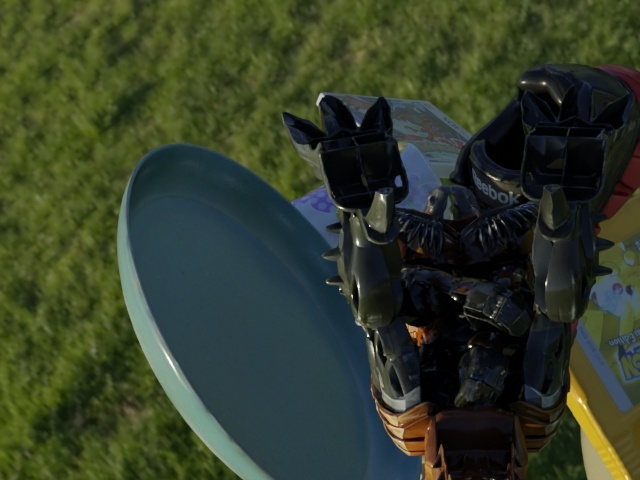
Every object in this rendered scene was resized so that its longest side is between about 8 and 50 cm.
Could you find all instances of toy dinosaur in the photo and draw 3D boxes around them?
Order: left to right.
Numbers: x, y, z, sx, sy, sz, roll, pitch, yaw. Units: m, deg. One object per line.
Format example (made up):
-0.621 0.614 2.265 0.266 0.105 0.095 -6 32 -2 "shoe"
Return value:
0.084 0.042 0.651 0.164 0.218 0.322 -12 28 -14 "toy dinosaur"

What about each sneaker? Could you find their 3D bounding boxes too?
0.131 0.000 0.866 0.097 0.135 0.276 31 102 40 "sneaker"

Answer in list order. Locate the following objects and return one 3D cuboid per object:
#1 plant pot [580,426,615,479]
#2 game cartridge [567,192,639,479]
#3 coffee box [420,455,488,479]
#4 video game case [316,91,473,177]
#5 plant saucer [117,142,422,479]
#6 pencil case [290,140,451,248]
0.496 0.308 1.881 0.284 0.284 0.191 37 105 50 "plant pot"
0.419 0.123 1.659 0.285 0.324 0.053 -28 -9 -25 "game cartridge"
0.098 0.221 1.493 0.246 0.141 0.098 16 15 23 "coffee box"
0.122 -0.134 1.632 0.183 0.201 0.023 43 122 38 "video game case"
-0.040 0.071 0.938 0.043 0.317 0.317 -36 36 22 "plant saucer"
0.000 0.000 1.283 0.273 0.113 0.124 -29 77 -19 "pencil case"
